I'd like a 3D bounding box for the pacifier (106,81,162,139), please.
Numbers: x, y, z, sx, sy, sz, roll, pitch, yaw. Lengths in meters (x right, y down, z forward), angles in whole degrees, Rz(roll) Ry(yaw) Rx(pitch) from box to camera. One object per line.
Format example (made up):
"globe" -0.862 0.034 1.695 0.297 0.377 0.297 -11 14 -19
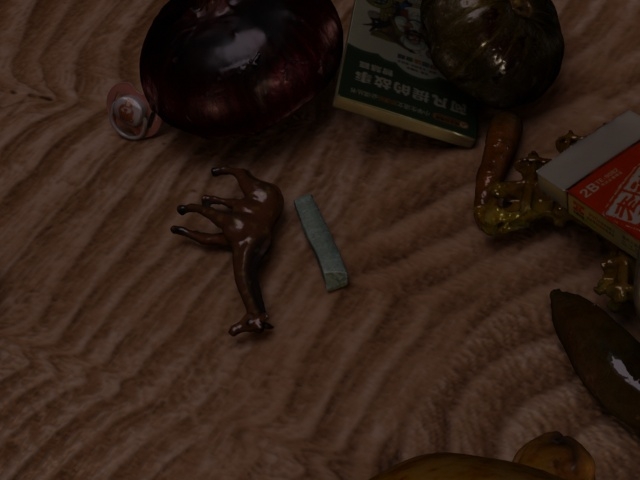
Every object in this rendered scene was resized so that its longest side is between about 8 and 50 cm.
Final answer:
"pacifier" -0.277 -0.197 1.913 0.099 0.081 0.078 30 27 12

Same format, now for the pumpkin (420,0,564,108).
"pumpkin" 0.225 -0.276 1.712 0.162 0.219 0.219 -35 32 40

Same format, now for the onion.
"onion" -0.117 -0.286 1.811 0.314 0.232 0.314 -10 44 10

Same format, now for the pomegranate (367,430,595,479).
"pomegranate" 0.138 0.336 1.035 0.410 0.410 0.410 -10 46 10

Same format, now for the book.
"book" 0.132 -0.255 1.776 0.202 0.027 0.264 17 49 -6

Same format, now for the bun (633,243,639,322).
"bun" 0.496 0.016 1.253 0.365 0.219 0.365 -1 85 16

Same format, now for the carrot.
"carrot" 0.229 -0.095 1.644 0.047 0.047 0.191 3 51 22

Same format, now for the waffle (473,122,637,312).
"waffle" 0.360 -0.036 1.526 0.259 0.069 0.293 -34 46 -18

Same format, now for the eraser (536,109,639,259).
"eraser" 0.384 -0.056 1.461 0.157 0.038 0.230 -33 45 -17

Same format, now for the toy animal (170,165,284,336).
"toy animal" -0.109 0.011 1.648 0.229 0.066 0.224 25 60 30

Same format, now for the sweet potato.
"sweet potato" 0.351 0.150 1.345 0.108 0.079 0.346 -32 48 -28

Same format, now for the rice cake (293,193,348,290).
"rice cake" -0.001 0.000 1.645 0.033 0.029 0.171 -18 46 -6
